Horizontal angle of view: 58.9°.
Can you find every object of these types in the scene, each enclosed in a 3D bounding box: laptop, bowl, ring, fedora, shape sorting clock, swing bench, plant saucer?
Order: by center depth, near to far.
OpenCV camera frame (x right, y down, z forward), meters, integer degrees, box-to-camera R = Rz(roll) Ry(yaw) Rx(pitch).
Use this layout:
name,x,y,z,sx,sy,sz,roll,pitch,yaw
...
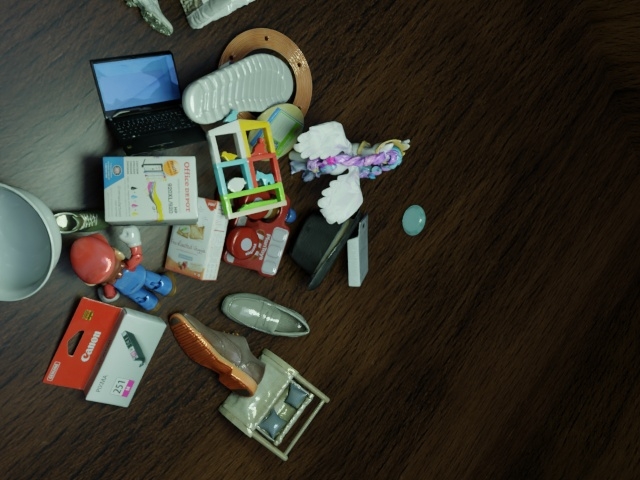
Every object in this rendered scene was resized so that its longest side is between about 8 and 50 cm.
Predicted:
name,x,y,z,sx,sy,sz,roll,pitch,yaw
bowl,-0.750,-0.013,1.383,0.298,0.134,0.298,3,108,9
laptop,-0.461,-0.378,1.545,0.234,0.264,0.136,-19,145,-29
shape sorting clock,-0.140,-0.339,1.778,0.206,0.040,0.206,-25,142,-22
ring,-0.174,-0.491,1.786,0.337,0.032,0.336,-6,101,-33
fedora,0.000,0.000,1.885,0.152,0.334,0.334,32,78,0
swing bench,-0.156,0.546,1.901,0.254,0.165,0.253,46,73,-30
plant saucer,0.361,-0.080,2.226,0.119,0.021,0.119,-7,103,-34

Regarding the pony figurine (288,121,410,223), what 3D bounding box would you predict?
name,x,y,z,sx,sy,sz,roll,pitch,yaw
pony figurine,0.059,-0.250,1.782,0.351,0.363,0.303,-29,114,-27

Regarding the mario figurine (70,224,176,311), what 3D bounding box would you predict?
name,x,y,z,sx,sy,sz,roll,pitch,yaw
mario figurine,-0.548,0.069,1.558,0.320,0.170,0.198,46,56,-51

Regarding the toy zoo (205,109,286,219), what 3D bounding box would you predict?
name,x,y,z,sx,sy,sz,roll,pitch,yaw
toy zoo,-0.212,-0.223,1.607,0.192,0.030,0.293,-16,99,-31

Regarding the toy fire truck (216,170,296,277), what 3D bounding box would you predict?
name,x,y,z,sx,sy,sz,roll,pitch,yaw
toy fire truck,-0.198,-0.051,1.771,0.254,0.169,0.302,19,88,-43

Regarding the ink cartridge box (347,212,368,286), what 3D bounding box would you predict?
name,x,y,z,sx,sy,sz,roll,pitch,yaw
ink cartridge box,0.133,0.027,1.996,0.223,0.045,0.224,-41,131,-74

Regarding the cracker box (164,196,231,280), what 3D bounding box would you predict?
name,x,y,z,sx,sy,sz,roll,pitch,yaw
cracker box,-0.361,-0.011,1.662,0.067,0.156,0.232,9,93,-59

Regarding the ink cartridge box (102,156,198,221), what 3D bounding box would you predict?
name,x,y,z,sx,sy,sz,roll,pitch,yaw
ink cartridge box,-0.449,-0.129,1.523,0.233,0.168,0.171,-2,87,-13

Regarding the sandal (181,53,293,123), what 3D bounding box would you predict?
name,x,y,z,sx,sy,sz,roll,pitch,yaw
sandal,-0.245,-0.452,1.658,0.416,0.102,0.169,-27,124,-44

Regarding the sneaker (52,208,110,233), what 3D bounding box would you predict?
name,x,y,z,sx,sy,sz,roll,pitch,yaw
sneaker,-0.644,-0.047,1.511,0.192,0.086,0.064,-4,101,-34

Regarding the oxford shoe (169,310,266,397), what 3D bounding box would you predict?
name,x,y,z,sx,sy,sz,roll,pitch,yaw
oxford shoe,-0.321,0.334,1.785,0.363,0.130,0.132,49,48,-19

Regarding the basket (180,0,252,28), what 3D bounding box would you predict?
name,x,y,z,sx,sy,sz,roll,pitch,yaw
basket,-0.228,-0.781,1.524,0.331,0.328,0.266,-37,113,-23

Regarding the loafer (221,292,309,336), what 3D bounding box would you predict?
name,x,y,z,sx,sy,sz,roll,pitch,yaw
loafer,-0.173,0.248,1.867,0.319,0.111,0.112,19,87,-35

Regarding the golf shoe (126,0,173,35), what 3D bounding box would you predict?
name,x,y,z,sx,sy,sz,roll,pitch,yaw
golf shoe,-0.461,-0.645,1.544,0.176,0.069,0.086,42,69,-33

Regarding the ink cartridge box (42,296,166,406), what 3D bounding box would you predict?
name,x,y,z,sx,sy,sz,roll,pitch,yaw
ink cartridge box,-0.605,0.318,1.598,0.239,0.060,0.275,24,94,-36
